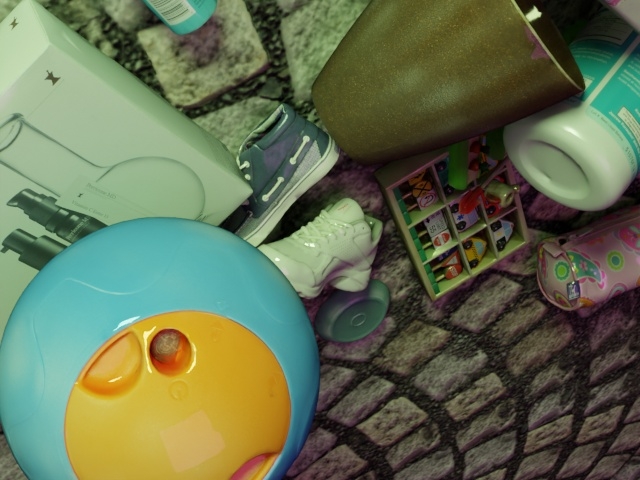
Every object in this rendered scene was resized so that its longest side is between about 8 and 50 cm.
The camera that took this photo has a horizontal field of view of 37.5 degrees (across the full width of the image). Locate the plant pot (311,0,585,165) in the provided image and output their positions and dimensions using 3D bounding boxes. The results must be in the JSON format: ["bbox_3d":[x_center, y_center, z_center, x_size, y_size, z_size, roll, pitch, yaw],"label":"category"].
[{"bbox_3d":[0.111,-0.181,0.961,0.230,0.215,0.215,-32,143,24],"label":"plant pot"}]

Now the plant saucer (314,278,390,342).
[{"bbox_3d":[0.050,0.105,1.320,0.119,0.021,0.119,-19,138,-18],"label":"plant saucer"}]

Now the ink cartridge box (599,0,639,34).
[{"bbox_3d":[0.222,-0.313,0.834,0.119,0.207,0.353,-49,148,21],"label":"ink cartridge box"}]

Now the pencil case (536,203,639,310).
[{"bbox_3d":[0.461,0.009,1.421,0.284,0.124,0.124,-19,138,-14],"label":"pencil case"}]

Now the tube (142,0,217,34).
[{"bbox_3d":[-0.167,-0.262,0.798,0.080,0.052,0.207,-41,134,2],"label":"tube"}]

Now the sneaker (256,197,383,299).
[{"bbox_3d":[0.000,0.000,1.125,0.232,0.090,0.115,-6,122,-62],"label":"sneaker"}]

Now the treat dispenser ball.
[{"bbox_3d":[-0.143,0.122,0.858,0.288,0.288,0.288,-18,138,-17],"label":"treat dispenser ball"}]

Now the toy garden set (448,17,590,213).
[{"bbox_3d":[0.253,-0.124,1.145,0.244,0.049,0.204,-37,143,-26],"label":"toy garden set"}]

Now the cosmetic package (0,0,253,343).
[{"bbox_3d":[-0.296,-0.009,0.926,0.377,0.097,0.284,-43,137,11],"label":"cosmetic package"}]

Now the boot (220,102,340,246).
[{"bbox_3d":[-0.072,-0.066,1.049,0.086,0.069,0.190,36,106,-31],"label":"boot"}]

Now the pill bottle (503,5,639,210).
[{"bbox_3d":[0.331,-0.170,1.042,0.264,0.146,0.146,-48,143,-16],"label":"pill bottle"}]

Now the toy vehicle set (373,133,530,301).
[{"bbox_3d":[0.181,-0.040,1.251,0.166,0.035,0.267,-32,140,-2],"label":"toy vehicle set"}]
